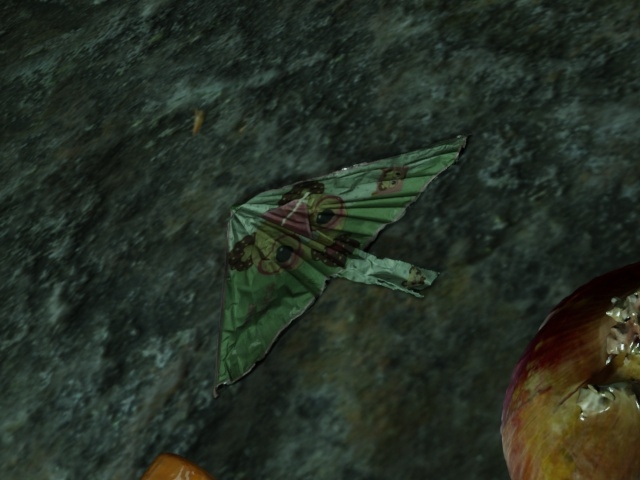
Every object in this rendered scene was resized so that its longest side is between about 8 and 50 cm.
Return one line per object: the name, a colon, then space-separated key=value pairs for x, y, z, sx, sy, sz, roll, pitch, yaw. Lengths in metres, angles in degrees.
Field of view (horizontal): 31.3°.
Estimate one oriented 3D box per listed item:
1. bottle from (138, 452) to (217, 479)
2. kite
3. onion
bottle: x=-0.131 y=0.229 z=0.738 sx=0.069 sy=0.069 sz=0.187 roll=11 pitch=54 yaw=41
kite: x=0.000 y=0.000 z=0.962 sx=0.323 sy=0.013 sz=0.267 roll=-44 pitch=38 yaw=-18
onion: x=0.199 y=0.078 z=0.614 sx=0.230 sy=0.163 sz=0.230 roll=-22 pitch=29 yaw=13
